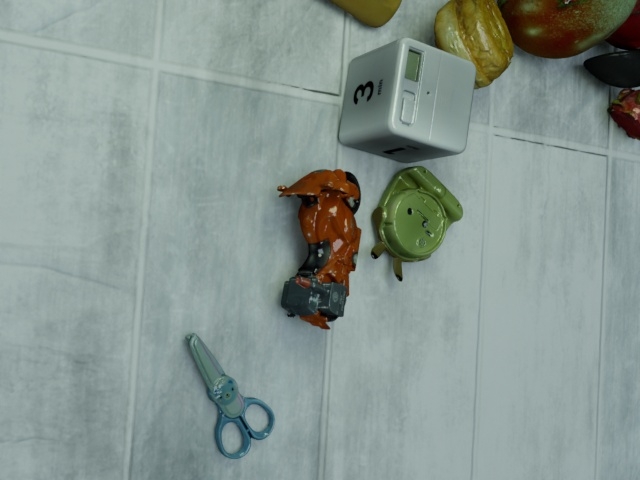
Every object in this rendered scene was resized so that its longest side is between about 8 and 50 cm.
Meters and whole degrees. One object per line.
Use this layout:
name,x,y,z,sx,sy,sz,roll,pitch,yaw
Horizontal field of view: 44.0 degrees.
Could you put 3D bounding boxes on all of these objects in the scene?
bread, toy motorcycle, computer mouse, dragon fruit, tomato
bread,0.328,-0.430,1.701,0.198,0.120,0.236,61,34,-17
toy motorcycle,0.000,0.000,1.534,0.221,0.147,0.326,25,69,-49
computer mouse,0.767,-0.422,1.968,0.264,0.147,0.088,-12,96,-27
dragon fruit,0.823,-0.328,2.008,0.207,0.150,0.133,-19,55,-33
bread,0.081,-0.535,1.615,0.217,0.098,0.147,20,83,-26
tomato,0.563,-0.564,1.799,0.239,0.303,0.304,23,77,-44
dragon fruit,0.777,-0.584,1.928,0.241,0.241,0.252,-51,136,-20

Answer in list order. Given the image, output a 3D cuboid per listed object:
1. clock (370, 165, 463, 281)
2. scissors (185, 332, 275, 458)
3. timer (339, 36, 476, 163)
clock,0.190,-0.029,1.676,0.170,0.069,0.232,42,70,-22
scissors,-0.181,0.282,1.483,0.125,0.030,0.256,-35,107,-27
timer,0.174,-0.276,1.603,0.194,0.195,0.193,12,83,-28
